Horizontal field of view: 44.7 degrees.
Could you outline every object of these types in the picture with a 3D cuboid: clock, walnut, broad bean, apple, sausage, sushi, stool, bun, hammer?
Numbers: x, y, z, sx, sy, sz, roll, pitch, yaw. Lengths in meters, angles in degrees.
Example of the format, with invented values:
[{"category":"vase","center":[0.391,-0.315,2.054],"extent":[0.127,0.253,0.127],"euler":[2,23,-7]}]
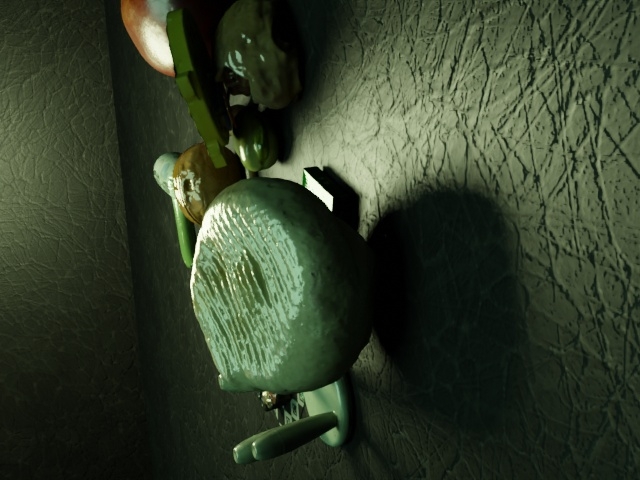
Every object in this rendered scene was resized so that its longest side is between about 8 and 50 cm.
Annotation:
[{"category":"clock","center":[-0.226,-0.317,1.533],"extent":[0.277,0.071,0.293],"euler":[70,-176,-56]},{"category":"walnut","center":[-0.260,-0.128,1.814],"extent":[0.167,0.167,0.207],"euler":[163,99,-67]},{"category":"broad bean","center":[-0.141,-0.208,1.600],"extent":[0.174,0.082,0.124],"euler":[-132,38,-52]},{"category":"apple","center":[-0.310,-0.544,1.782],"extent":[0.365,0.295,0.328],"euler":[5,64,55]},{"category":"sausage","center":[-0.160,-0.171,1.731],"extent":[0.026,0.026,0.116],"euler":[160,101,-67]},{"category":"sushi","center":[-0.110,0.323,1.743],"extent":[0.219,0.047,0.231],"euler":[103,149,-41]},{"category":"stool","center":[-0.064,0.299,1.434],"extent":[0.195,0.199,0.195],"euler":[140,121,-62]},{"category":"bun","center":[-0.047,0.068,1.253],"extent":[0.365,0.219,0.365],"euler":[14,110,45]},{"category":"hammer","center":[-0.376,-0.076,2.189],"extent":[0.206,0.119,0.335],"euler":[-142,42,-60]},{"category":"walnut","center":[-0.134,-0.360,1.466],"extent":[0.238,0.141,0.204],"euler":[36,125,57]}]

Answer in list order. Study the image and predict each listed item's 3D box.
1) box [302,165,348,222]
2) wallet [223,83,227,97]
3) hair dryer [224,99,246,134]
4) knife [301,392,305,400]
[{"category":"box","center":[0.000,0.000,1.391],"extent":[0.132,0.034,0.235],"euler":[-132,40,-52]},{"category":"wallet","center":[-0.243,-0.339,1.875],"extent":[0.122,0.025,0.061],"euler":[107,149,-44]},{"category":"hair dryer","center":[-0.232,-0.311,1.719],"extent":[0.181,0.064,0.117],"euler":[51,165,-16]},{"category":"knife","center":[-0.056,0.184,1.607],"extent":[0.043,0.020,0.293],"euler":[138,122,-66]}]
